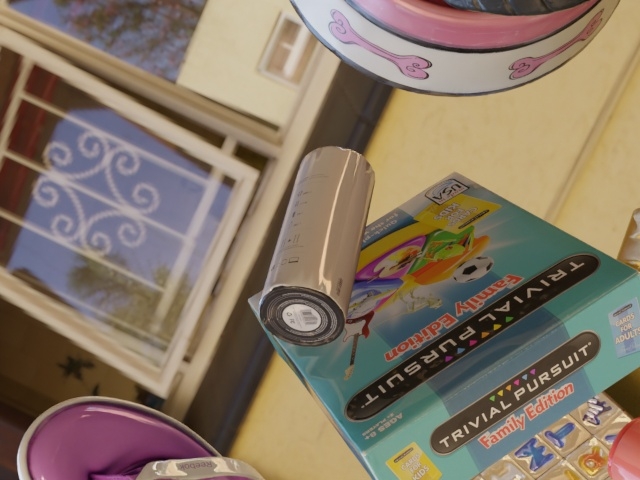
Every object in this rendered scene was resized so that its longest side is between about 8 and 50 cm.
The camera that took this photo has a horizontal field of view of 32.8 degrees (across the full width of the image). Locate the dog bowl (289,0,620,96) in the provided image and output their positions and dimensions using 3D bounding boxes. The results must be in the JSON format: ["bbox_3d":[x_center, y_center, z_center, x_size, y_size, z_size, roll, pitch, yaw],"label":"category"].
[{"bbox_3d":[0.149,-0.362,1.121,0.150,0.408,0.408,114,-179,-84],"label":"dog bowl"}]

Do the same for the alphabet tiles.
[{"bbox_3d":[0.218,0.216,1.032,0.198,0.237,0.009,-48,-1,32],"label":"alphabet tiles"}]

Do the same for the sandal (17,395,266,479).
[{"bbox_3d":[-0.103,0.284,1.088,0.102,0.416,0.169,-38,20,48],"label":"sandal"}]

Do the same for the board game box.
[{"bbox_3d":[0.100,0.070,0.964,0.254,0.079,0.336,-32,24,-7],"label":"board game box"}]

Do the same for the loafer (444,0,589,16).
[{"bbox_3d":[0.141,-0.165,0.573,0.061,0.170,0.062,-72,-36,-46],"label":"loafer"}]

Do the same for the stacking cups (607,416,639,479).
[{"bbox_3d":[0.344,0.210,0.752,0.316,0.096,0.096,30,97,51],"label":"stacking cups"}]

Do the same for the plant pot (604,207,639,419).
[{"bbox_3d":[0.382,0.080,1.097,0.212,0.212,0.187,-49,-44,-53],"label":"plant pot"}]

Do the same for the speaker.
[{"bbox_3d":[0.000,0.000,0.701,0.136,0.055,0.055,-76,6,-46],"label":"speaker"}]
